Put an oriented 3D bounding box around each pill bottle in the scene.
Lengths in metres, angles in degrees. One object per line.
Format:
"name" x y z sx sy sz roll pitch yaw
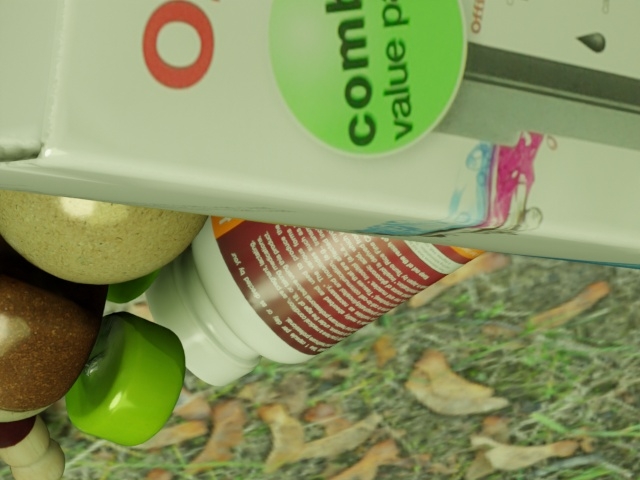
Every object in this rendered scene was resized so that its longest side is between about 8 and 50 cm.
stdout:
"pill bottle" 0.000 0.000 0.721 0.152 0.086 0.086 -33 133 18

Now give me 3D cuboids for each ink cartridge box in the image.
"ink cartridge box" 0.019 -0.100 0.469 0.270 0.197 0.198 7 90 -31

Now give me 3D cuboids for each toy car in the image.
"toy car" -0.088 -0.034 0.611 0.155 0.149 0.188 25 127 -32

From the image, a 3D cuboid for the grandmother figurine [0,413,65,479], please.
"grandmother figurine" -0.225 0.108 0.773 0.208 0.104 0.342 -22 141 -33
